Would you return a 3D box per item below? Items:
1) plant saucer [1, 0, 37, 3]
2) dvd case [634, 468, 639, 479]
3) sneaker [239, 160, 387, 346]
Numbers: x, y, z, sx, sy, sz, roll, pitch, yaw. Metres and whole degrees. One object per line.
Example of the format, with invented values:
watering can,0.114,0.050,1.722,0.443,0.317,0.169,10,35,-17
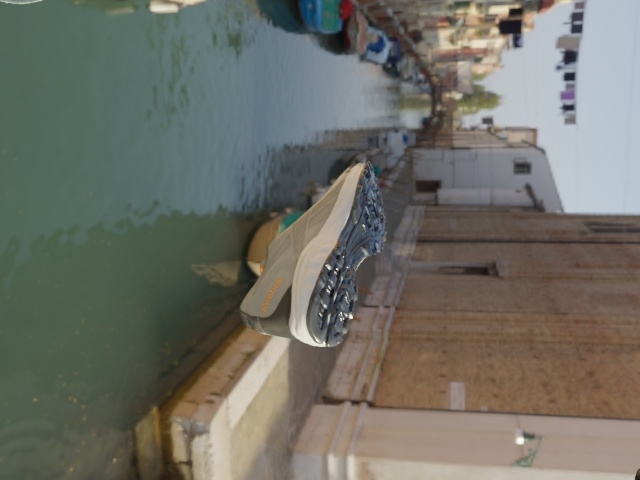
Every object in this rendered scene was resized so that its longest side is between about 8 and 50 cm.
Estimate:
plant saucer,-0.209,-0.267,0.482,0.037,0.195,0.194,-35,126,-61
dvd case,0.376,0.244,0.491,0.253,0.180,0.022,49,46,-9
sneaker,0.000,0.000,0.738,0.271,0.108,0.100,-59,138,-47
